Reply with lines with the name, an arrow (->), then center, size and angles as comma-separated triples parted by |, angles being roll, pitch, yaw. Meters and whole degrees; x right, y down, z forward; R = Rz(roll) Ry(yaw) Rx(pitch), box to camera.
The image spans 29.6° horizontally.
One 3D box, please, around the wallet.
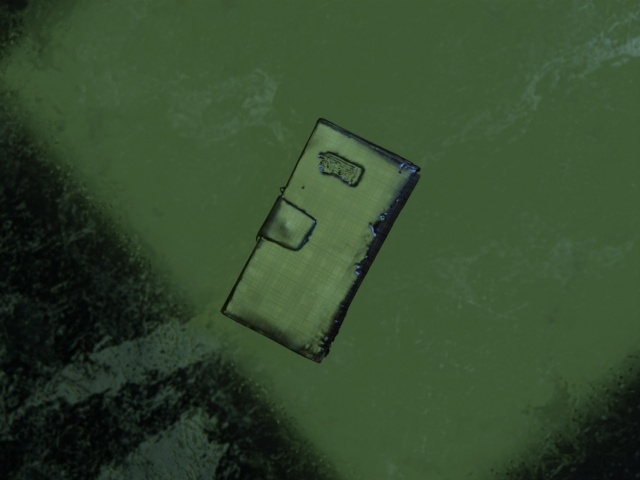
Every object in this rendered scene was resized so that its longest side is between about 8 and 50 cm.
wallet -> 0.000, 0.000, 1.251 | 0.124, 0.042, 0.230 | 28, 96, -2
